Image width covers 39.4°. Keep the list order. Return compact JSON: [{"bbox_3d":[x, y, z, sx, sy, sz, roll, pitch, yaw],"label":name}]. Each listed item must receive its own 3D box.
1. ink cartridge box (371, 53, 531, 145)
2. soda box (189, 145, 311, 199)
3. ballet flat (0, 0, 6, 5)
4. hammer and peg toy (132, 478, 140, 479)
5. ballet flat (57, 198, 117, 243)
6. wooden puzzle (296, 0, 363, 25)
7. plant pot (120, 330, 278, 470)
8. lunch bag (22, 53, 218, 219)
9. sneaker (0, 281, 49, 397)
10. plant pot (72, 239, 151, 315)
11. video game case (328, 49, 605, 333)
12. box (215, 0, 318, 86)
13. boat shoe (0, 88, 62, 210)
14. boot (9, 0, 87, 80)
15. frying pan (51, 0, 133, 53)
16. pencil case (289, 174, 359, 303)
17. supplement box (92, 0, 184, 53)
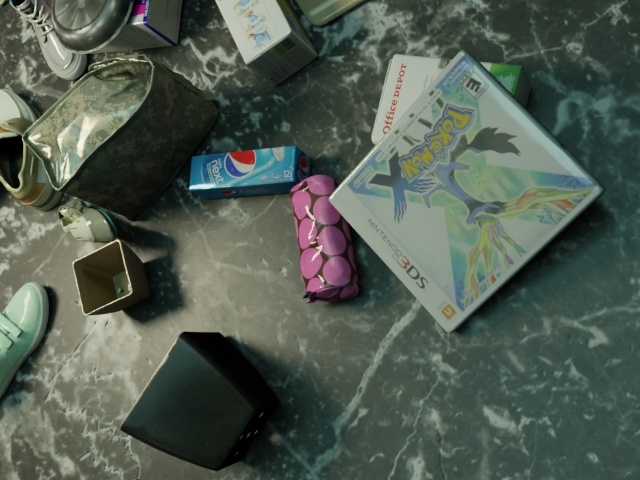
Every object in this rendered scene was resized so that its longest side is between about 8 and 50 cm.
[{"bbox_3d":[0.213,-0.207,1.457,0.220,0.093,0.160,12,84,26],"label":"ink cartridge box"},{"bbox_3d":[-0.125,-0.119,1.598,0.210,0.071,0.067,-4,76,23],"label":"soda box"},{"bbox_3d":[-0.703,-0.645,1.977,0.086,0.086,0.248,14,84,26],"label":"ballet flat"},{"bbox_3d":[-0.367,0.582,1.501,0.266,0.127,0.361,-45,64,8],"label":"hammer and peg toy"},{"bbox_3d":[-0.442,-0.027,1.673,0.068,0.072,0.213,-28,26,-22],"label":"ballet flat"},{"bbox_3d":[0.033,-0.606,1.572,0.322,0.080,0.347,-28,110,15],"label":"wooden puzzle"},{"bbox_3d":[-0.181,0.272,1.476,0.167,0.187,0.188,32,92,14],"label":"plant pot"},{"bbox_3d":[-0.346,-0.204,1.624,0.287,0.235,0.169,-42,67,9],"label":"lunch bag"},{"bbox_3d":[-0.624,0.187,1.699,0.094,0.151,0.255,26,87,28],"label":"sneaker"},{"bbox_3d":[-0.375,0.076,1.646,0.109,0.096,0.109,-25,70,16],"label":"plant pot"},{"bbox_3d":[0.212,-0.071,1.381,0.300,0.036,0.329,49,114,14],"label":"video game case"},{"bbox_3d":[-0.106,-0.405,1.635,0.103,0.114,0.203,-32,66,15],"label":"box"},{"bbox_3d":[-0.622,-0.201,1.819,0.113,0.103,0.302,-38,65,11],"label":"boat shoe"},{"bbox_3d":[-0.579,-0.451,1.850,0.095,0.123,0.258,-36,66,12],"label":"boot"},{"bbox_3d":[-0.391,-0.438,1.686,0.326,0.053,0.197,18,86,30],"label":"frying pan"},{"bbox_3d":[0.000,0.000,1.507,0.098,0.095,0.209,-26,64,42],"label":"pencil case"},{"bbox_3d":[-0.397,-0.449,1.777,0.220,0.114,0.111,-1,78,25],"label":"supplement box"}]
